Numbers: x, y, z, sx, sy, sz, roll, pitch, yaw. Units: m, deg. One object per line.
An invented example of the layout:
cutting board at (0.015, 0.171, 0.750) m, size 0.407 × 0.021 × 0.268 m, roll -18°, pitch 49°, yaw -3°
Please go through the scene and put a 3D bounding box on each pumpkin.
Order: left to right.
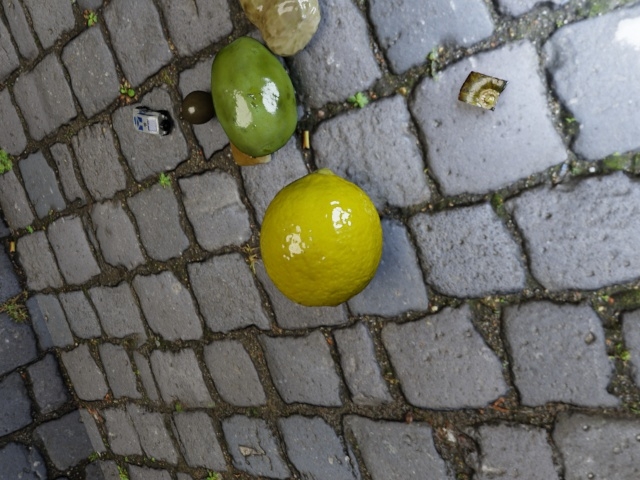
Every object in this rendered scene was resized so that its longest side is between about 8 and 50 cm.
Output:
pumpkin at (0.350, -0.318, 1.496) m, size 0.101 × 0.035 × 0.073 m, roll 31°, pitch 115°, yaw 33°

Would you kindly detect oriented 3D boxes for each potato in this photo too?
potato at (-0.175, -0.371, 1.835) m, size 0.215 × 0.215 × 0.305 m, roll -24°, pitch 84°, yaw 45°

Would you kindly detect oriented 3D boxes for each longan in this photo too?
longan at (-0.364, -0.388, 2.067) m, size 0.119 × 0.106 × 0.106 m, roll -20°, pitch 94°, yaw 25°

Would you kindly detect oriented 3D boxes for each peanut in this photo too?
peanut at (-0.107, -0.576, 1.741) m, size 0.233 × 0.110 × 0.196 m, roll 53°, pitch 138°, yaw 5°

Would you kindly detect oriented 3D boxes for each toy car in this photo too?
toy car at (-0.548, -0.381, 2.263) m, size 0.170 × 0.070 × 0.080 m, roll 18°, pitch 118°, yaw 37°

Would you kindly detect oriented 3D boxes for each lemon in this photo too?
lemon at (0.000, 0.002, 1.757) m, size 0.336 × 0.336 × 0.336 m, roll 18°, pitch 119°, yaw 36°

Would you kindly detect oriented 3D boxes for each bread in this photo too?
bread at (-0.203, -0.263, 1.988) m, size 0.125 × 0.082 × 0.106 m, roll 6°, pitch 105°, yaw 38°
